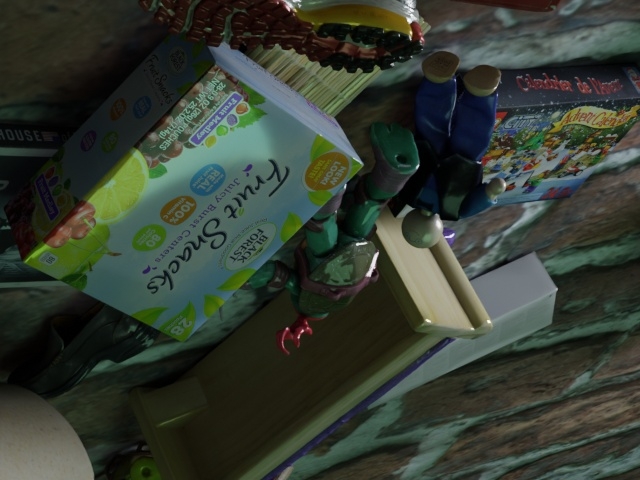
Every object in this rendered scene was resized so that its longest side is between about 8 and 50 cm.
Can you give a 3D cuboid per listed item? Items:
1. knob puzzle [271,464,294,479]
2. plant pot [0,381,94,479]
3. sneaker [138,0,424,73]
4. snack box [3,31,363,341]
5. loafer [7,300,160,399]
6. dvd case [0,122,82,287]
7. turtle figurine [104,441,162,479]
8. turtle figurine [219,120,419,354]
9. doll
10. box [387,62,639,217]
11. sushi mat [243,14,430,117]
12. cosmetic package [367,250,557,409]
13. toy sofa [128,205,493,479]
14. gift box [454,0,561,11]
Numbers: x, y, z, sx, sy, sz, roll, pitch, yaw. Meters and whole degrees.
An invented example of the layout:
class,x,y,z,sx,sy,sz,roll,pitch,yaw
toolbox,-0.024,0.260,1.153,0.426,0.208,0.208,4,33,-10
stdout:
class,x,y,z,sx,sy,sz,roll,pitch,yaw
knob puzzle,-0.118,0.299,1.927,0.213,0.030,0.213,-31,-165,9
plant pot,-0.360,0.246,1.392,0.334,0.334,0.305,-40,163,25
sneaker,-0.034,-0.181,1.147,0.225,0.093,0.088,10,158,-32
snack box,-0.100,-0.040,1.244,0.207,0.070,0.174,-43,135,15
loafer,-0.223,0.090,1.509,0.170,0.062,0.061,-30,117,20
dvd case,-0.241,-0.024,1.286,0.238,0.030,0.179,-1,144,-45
turtle figurine,-0.180,0.261,1.816,0.269,0.087,0.217,-17,176,3
turtle figurine,0.000,0.000,1.443,0.175,0.118,0.234,-36,163,-37
doll,0.101,-0.073,1.449,0.046,0.129,0.189,-56,161,-49
box,0.185,-0.094,1.564,0.233,0.044,0.159,-7,148,-37
sushi mat,-0.057,-0.088,1.316,0.316,0.019,0.151,-42,154,12
cosmetic package,0.146,0.101,1.880,0.239,0.060,0.099,-24,157,-8
toy sofa,-0.002,0.126,1.673,0.362,0.150,0.177,-40,151,25
gift box,0.022,-0.292,0.783,0.276,0.258,0.255,9,143,-23
